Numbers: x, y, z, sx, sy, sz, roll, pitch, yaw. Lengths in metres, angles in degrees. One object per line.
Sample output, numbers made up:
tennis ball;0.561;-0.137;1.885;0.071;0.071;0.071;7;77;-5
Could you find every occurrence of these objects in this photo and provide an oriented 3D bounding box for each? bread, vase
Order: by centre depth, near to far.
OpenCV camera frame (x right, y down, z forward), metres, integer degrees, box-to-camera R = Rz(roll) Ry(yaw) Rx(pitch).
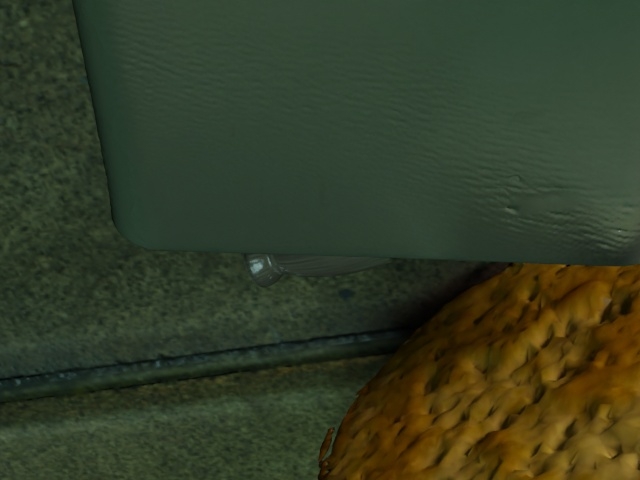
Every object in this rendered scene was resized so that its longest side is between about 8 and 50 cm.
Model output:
bread;0.185;0.177;1.110;0.398;0.398;0.215;-23;120;25
vase;0.000;0.000;1.197;0.100;0.053;0.053;-14;129;25

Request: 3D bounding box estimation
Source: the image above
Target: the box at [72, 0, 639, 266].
box;0.040;-0.161;0.968;0.351;0.177;0.344;2;136;5
